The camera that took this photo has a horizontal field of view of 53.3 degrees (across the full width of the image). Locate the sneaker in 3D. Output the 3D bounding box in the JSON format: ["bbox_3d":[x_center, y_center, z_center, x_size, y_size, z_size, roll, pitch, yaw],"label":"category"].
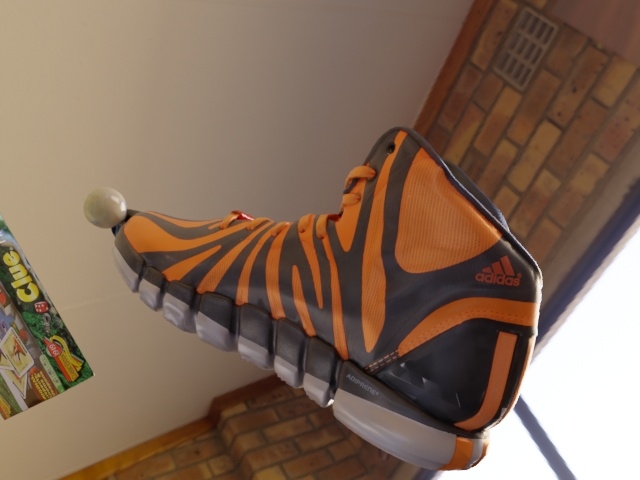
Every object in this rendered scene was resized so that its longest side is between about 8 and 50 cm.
[{"bbox_3d":[0.000,0.000,0.444,0.124,0.321,0.180,9,-77,-63],"label":"sneaker"}]

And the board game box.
[{"bbox_3d":[-0.270,0.009,0.479,0.136,0.260,0.030,-29,2,46],"label":"board game box"}]

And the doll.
[{"bbox_3d":[-0.145,0.011,0.613,0.189,0.129,0.046,44,-111,-35],"label":"doll"}]
